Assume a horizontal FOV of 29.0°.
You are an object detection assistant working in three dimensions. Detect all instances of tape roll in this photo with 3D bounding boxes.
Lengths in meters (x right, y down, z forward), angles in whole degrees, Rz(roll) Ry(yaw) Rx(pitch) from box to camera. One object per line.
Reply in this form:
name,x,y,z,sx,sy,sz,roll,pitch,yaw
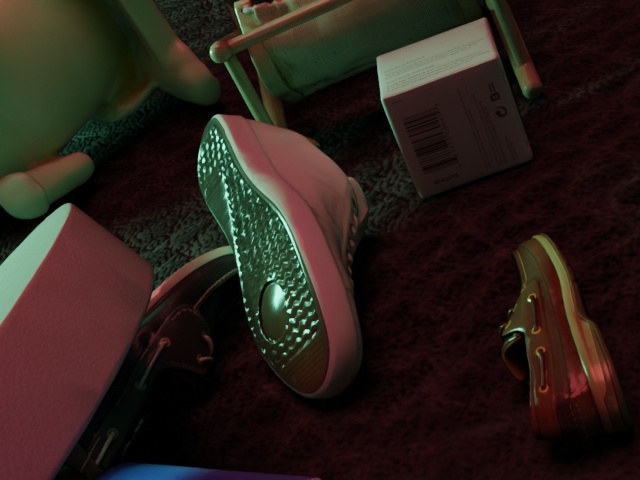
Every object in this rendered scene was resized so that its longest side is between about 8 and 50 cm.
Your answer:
tape roll,-0.249,0.148,0.766,0.392,0.072,0.392,-47,15,17

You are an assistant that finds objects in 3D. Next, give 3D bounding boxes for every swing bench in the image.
swing bench,0.045,-0.208,1.166,0.253,0.165,0.255,-22,29,10

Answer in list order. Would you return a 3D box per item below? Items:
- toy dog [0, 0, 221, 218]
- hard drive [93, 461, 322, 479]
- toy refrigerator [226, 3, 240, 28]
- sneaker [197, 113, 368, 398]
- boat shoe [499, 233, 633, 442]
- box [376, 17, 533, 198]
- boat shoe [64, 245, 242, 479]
toy dog,-0.388,-0.169,1.323,0.408,0.285,0.395,-43,48,-15
hard drive,-0.135,0.193,0.654,0.210,0.040,0.318,-35,7,-25
toy refrigerator,0.027,-0.318,1.432,0.269,0.094,0.102,-13,32,25
sneaker,0.000,0.000,0.937,0.123,0.106,0.290,5,39,-26
boat shoe,0.138,0.056,0.765,0.060,0.064,0.178,-20,32,8
box,0.109,-0.109,1.018,0.102,0.101,0.087,-19,29,10
boat shoe,-0.117,0.089,0.933,0.079,0.084,0.233,33,48,14
